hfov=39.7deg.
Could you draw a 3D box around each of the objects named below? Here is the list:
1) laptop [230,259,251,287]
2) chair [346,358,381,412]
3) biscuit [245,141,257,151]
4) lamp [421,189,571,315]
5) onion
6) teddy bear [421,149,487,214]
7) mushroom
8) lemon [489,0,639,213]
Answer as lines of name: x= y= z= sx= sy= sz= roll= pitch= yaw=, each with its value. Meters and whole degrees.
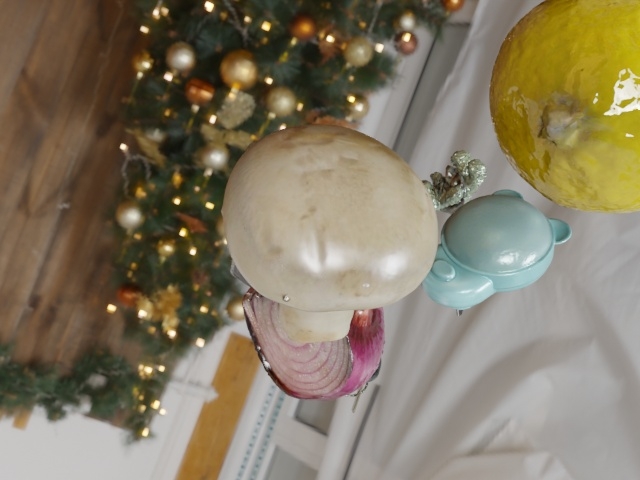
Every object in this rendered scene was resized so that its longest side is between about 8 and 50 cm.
laptop: x=-0.134 y=0.071 z=1.881 sx=0.129 sy=0.016 sz=0.180 roll=34 pitch=155 yaw=5
chair: x=0.071 y=0.271 z=1.849 sx=0.104 sy=0.095 sz=0.221 roll=38 pitch=157 yaw=9
biscuit: x=-0.128 y=-0.063 z=2.103 sx=0.062 sy=0.237 sz=0.291 roll=-5 pitch=139 yaw=6
lamp: x=0.310 y=0.018 z=1.654 sx=0.209 sy=0.284 sz=0.147 roll=41 pitch=172 yaw=43
onion: x=0.013 y=0.139 z=1.554 sx=0.272 sy=0.256 sz=0.230 roll=11 pitch=-163 yaw=24
teddy bear: x=0.276 y=-0.106 z=1.989 sx=0.111 sy=0.213 sz=0.133 roll=56 pitch=-175 yaw=-25
mushroom: x=0.000 y=0.000 z=1.203 sx=0.292 sy=0.293 sz=0.290 roll=21 pitch=139 yaw=1
lemon: x=0.329 y=-0.164 z=1.014 sx=0.293 sy=0.293 sz=0.293 roll=21 pitch=176 yaw=2
